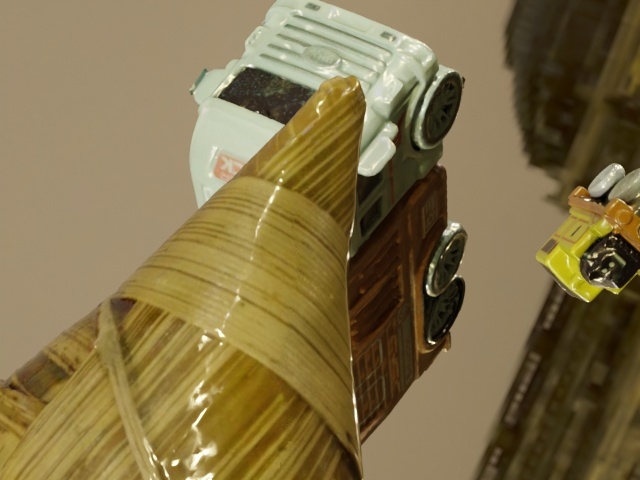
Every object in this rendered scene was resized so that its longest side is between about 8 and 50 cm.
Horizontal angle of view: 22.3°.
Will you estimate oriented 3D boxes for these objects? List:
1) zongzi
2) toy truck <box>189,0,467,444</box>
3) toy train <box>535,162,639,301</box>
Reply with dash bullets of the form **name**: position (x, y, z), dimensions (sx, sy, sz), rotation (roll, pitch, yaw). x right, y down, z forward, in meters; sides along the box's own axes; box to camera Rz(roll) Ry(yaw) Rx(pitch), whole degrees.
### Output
- **zongzi**: position (-0.005, 0.101, 0.749), dimensions (0.288, 0.286, 0.134), rotation (-47, -21, 4)
- **toy truck**: position (0.000, 0.000, 1.062), dimensions (0.162, 0.136, 0.305), rotation (-51, -28, -31)
- **toy train**: position (0.278, 0.000, 1.546), dimensions (0.127, 0.089, 0.219), rotation (-48, 7, 2)
